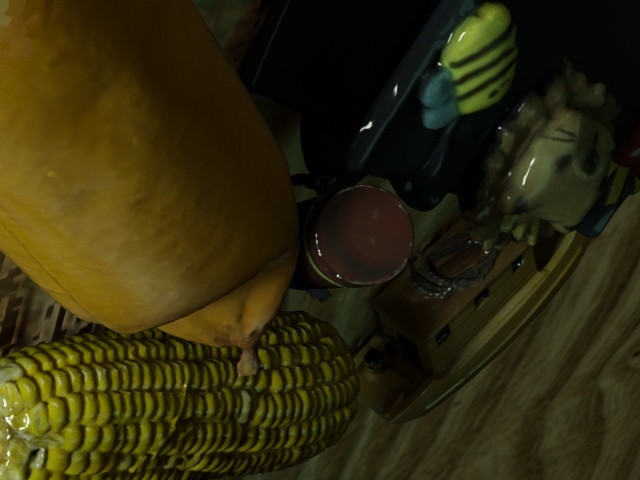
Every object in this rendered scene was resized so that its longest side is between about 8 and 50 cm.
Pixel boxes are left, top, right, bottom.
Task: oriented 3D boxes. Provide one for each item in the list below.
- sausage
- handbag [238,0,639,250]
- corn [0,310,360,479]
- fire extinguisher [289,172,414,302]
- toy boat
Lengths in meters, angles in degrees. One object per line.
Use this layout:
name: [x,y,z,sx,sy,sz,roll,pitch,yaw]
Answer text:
sausage: [-0.077,-0.032,0.564,0.112,0.112,0.328,-48,150,-9]
handbag: [0.138,-0.144,0.732,0.303,0.122,0.329,12,113,-58]
corn: [-0.068,0.077,0.713,0.231,0.080,0.080,-3,124,-52]
fire extinguisher: [0.000,0.000,0.697,0.043,0.064,0.158,-33,-175,-13]
toy boat: [0.093,0.026,0.907,0.200,0.057,0.077,-41,142,-19]
